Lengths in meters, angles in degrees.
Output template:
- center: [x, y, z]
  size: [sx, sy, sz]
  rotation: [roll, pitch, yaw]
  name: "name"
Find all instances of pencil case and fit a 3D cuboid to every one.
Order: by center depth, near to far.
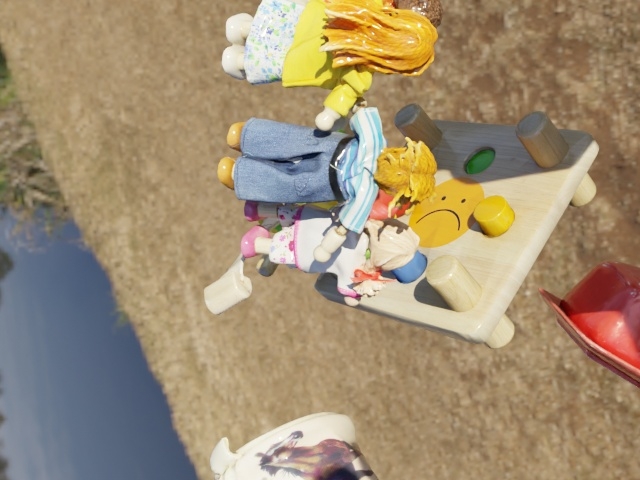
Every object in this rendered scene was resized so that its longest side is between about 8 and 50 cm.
- center: [0.027, 0.378, 1.038]
  size: [0.160, 0.184, 0.410]
  rotation: [-38, 69, 36]
  name: "pencil case"

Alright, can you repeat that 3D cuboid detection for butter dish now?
- center: [0.308, 0.069, 0.954]
  size: [0.118, 0.160, 0.160]
  rotation: [-56, 10, 10]
  name: "butter dish"

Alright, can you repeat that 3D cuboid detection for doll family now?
- center: [0.009, -0.082, 0.719]
  size: [0.163, 0.118, 0.262]
  rotation: [7, 93, 29]
  name: "doll family"

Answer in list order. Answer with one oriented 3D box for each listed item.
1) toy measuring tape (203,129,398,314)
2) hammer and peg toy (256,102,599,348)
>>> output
- center: [0.000, 0.000, 0.932]
  size: [0.330, 0.121, 0.121]
  rotation: [-58, -20, -56]
  name: "toy measuring tape"
- center: [0.103, -0.024, 1.136]
  size: [0.361, 0.266, 0.127]
  rotation: [12, 153, 50]
  name: "hammer and peg toy"
